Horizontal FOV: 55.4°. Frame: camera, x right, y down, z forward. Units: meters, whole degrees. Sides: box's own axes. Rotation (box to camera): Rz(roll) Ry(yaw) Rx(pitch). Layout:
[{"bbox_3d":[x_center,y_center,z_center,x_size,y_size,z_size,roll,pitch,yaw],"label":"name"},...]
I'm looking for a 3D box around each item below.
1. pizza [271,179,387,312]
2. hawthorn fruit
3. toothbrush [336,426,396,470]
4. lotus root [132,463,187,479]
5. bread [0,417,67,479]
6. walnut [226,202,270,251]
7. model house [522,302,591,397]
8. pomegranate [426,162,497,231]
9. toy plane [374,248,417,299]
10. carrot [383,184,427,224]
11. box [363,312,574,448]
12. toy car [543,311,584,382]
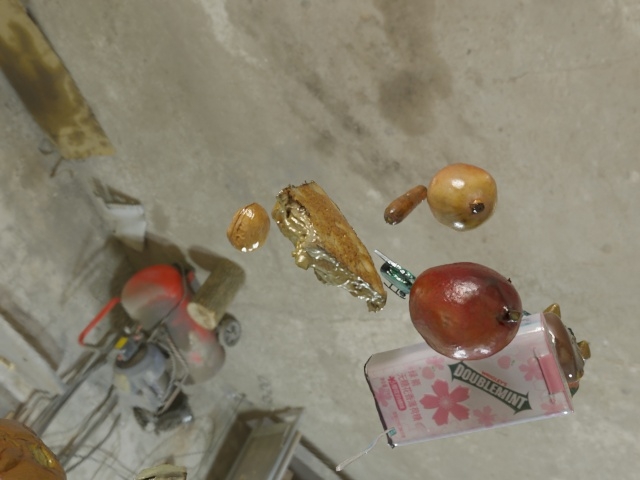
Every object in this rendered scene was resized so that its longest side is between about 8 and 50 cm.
[{"bbox_3d":[0.000,0.000,1.155,0.089,0.323,0.223,-44,147,22],"label":"pizza"},{"bbox_3d":[0.233,0.113,0.958,0.169,0.169,0.188,47,168,-19],"label":"hawthorn fruit"},{"bbox_3d":[0.085,0.382,1.125,0.014,0.162,0.017,-45,69,46],"label":"toothbrush"},{"bbox_3d":[-0.200,0.318,0.664,0.070,0.142,0.144,14,154,-14],"label":"lotus root"},{"bbox_3d":[-0.517,0.364,0.890,0.270,0.270,0.147,21,100,11],"label":"bread"},{"bbox_3d":[-0.238,-0.043,2.071,0.144,0.144,0.180,24,106,9],"label":"walnut"},{"bbox_3d":[0.685,0.310,1.841,0.253,0.185,0.291,47,136,46],"label":"model house"},{"bbox_3d":[0.374,-0.111,1.616,0.191,0.191,0.191,18,139,16],"label":"pomegranate"},{"bbox_3d":[0.227,0.109,1.540,0.235,0.060,0.096,39,161,29],"label":"toy plane"},{"bbox_3d":[0.242,-0.105,1.719,0.060,0.186,0.060,28,139,27],"label":"carrot"},{"bbox_3d":[0.281,0.279,1.202,0.370,0.112,0.190,-17,94,22],"label":"box"},{"bbox_3d":[0.478,0.269,1.483,0.241,0.271,0.341,-29,137,26],"label":"toy car"}]
